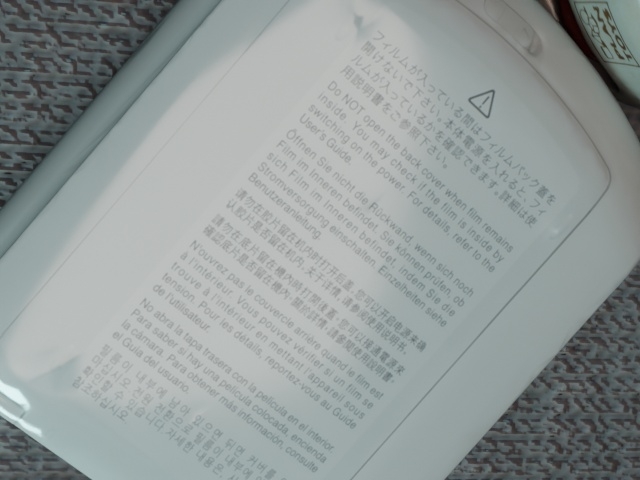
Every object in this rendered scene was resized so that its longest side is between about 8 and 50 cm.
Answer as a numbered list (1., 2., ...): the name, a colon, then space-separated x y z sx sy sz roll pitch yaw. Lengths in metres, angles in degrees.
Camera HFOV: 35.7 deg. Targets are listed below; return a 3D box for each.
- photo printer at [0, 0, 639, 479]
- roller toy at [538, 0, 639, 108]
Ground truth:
1. photo printer: 0.000 0.000 0.491 0.256 0.107 0.307 40 93 -16
2. roller toy: 0.204 -0.146 0.470 0.191 0.146 0.209 12 103 -12
